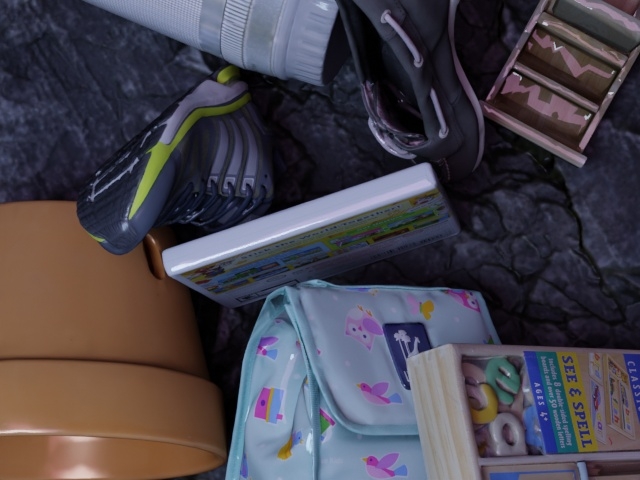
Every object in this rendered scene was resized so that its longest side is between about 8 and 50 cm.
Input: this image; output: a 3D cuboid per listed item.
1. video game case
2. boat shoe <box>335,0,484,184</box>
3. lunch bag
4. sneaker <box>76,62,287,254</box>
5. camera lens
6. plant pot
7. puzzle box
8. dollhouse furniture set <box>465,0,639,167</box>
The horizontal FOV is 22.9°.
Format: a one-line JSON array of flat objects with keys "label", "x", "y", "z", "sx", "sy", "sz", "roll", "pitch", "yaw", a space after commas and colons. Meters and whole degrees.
[{"label": "video game case", "x": 0.000, "y": 0.000, "z": 1.334, "sx": 0.227, "sy": 0.206, "sz": 0.026, "roll": -18, "pitch": 77, "yaw": 7}, {"label": "boat shoe", "x": 0.060, "y": -0.138, "z": 1.271, "sx": 0.095, "sy": 0.335, "sz": 0.112, "roll": -41, "pitch": 61, "yaw": -16}, {"label": "lunch bag", "x": 0.046, "y": 0.163, "z": 1.314, "sx": 0.223, "sy": 0.160, "sz": 0.262, "roll": 2, "pitch": 95, "yaw": -36}, {"label": "sneaker", "x": -0.098, "y": -0.055, "z": 1.312, "sx": 0.111, "sy": 0.300, "sz": 0.121, "roll": -37, "pitch": 98, "yaw": 29}, {"label": "camera lens", "x": -0.085, "y": -0.272, "z": 1.333, "sx": 0.274, "sy": 0.219, "sz": 0.219, "roll": 24, "pitch": 94, "yaw": 6}, {"label": "plant pot", "x": -0.224, "y": 0.089, "z": 1.340, "sx": 0.291, "sy": 0.291, "sz": 0.203, "roll": -3, "pitch": 75, "yaw": 7}, {"label": "puzzle box", "x": 0.212, "y": 0.284, "z": 1.245, "sx": 0.052, "sy": 0.272, "sz": 0.408, "roll": -25, "pitch": 69, "yaw": 42}, {"label": "dollhouse furniture set", "x": 0.211, "y": -0.155, "z": 1.285, "sx": 0.212, "sy": 0.242, "sz": 0.161, "roll": 29, "pitch": 94, "yaw": 4}]
